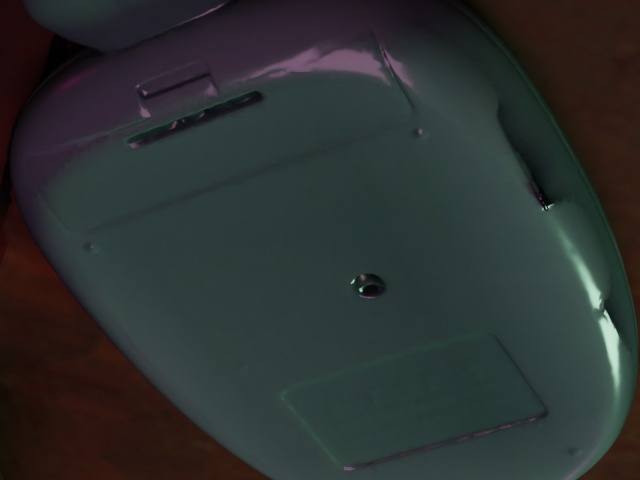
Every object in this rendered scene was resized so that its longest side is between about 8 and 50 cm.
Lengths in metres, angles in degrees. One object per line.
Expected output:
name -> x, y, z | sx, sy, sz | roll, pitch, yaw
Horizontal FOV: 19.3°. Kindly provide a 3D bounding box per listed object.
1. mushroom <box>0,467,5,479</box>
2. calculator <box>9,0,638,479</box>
mushroom -> -0.238, 0.152, 0.715 | 0.283, 0.195, 0.263 | 21, 98, -40
calculator -> 0.000, 0.000, 0.645 | 0.185, 0.041, 0.299 | -17, 129, 23
